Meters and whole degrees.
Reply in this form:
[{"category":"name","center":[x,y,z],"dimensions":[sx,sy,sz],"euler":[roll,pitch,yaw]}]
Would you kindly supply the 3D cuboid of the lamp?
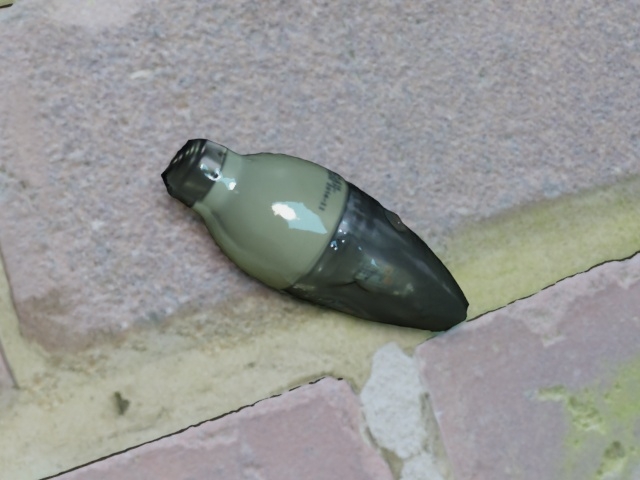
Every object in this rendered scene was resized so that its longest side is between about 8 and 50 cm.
[{"category":"lamp","center":[0.000,0.000,1.257],"dimensions":[0.250,0.101,0.101],"euler":[30,71,-15]}]
